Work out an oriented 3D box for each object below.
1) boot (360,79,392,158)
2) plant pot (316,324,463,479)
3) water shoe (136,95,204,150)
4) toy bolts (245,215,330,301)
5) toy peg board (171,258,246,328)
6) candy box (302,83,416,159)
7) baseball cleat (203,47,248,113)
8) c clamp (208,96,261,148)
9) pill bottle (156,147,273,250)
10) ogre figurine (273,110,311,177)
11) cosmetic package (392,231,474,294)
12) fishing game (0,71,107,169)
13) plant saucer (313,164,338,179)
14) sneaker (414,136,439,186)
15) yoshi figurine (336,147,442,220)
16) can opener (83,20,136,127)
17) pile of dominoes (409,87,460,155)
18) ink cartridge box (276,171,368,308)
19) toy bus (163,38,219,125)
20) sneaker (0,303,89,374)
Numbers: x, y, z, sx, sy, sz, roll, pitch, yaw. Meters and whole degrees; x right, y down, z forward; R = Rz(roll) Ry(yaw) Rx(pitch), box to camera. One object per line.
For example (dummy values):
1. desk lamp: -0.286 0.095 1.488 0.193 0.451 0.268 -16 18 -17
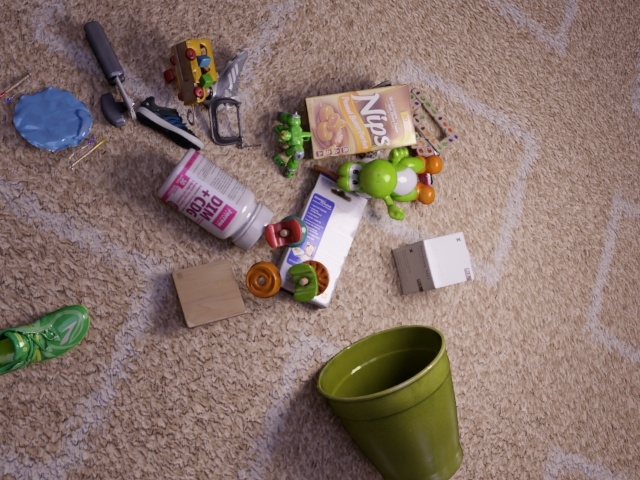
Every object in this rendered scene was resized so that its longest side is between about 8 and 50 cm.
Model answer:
1. boot: 0.172 -0.380 1.931 0.236 0.085 0.178 -40 98 -13
2. plant pot: 0.226 0.477 1.671 0.367 0.366 0.352 -29 103 -26
3. water shoe: -0.403 -0.326 1.678 0.203 0.073 0.080 30 67 -16
4. toy bolts: -0.089 0.048 1.674 0.218 0.158 0.228 -7 92 17
5. toy peg board: -0.306 0.152 1.637 0.161 0.079 0.160 -12 69 -26
6. candy box: 0.117 -0.356 1.830 0.317 0.087 0.182 -9 99 -5
7. baseball cleat: -0.259 -0.458 1.777 0.109 0.072 0.206 41 77 -18
8. c clamp: -0.252 -0.337 1.748 0.137 0.022 0.160 -13 112 -11
9. pill bottle: -0.279 -0.105 1.639 0.283 0.160 0.160 35 68 -14
10. ogre figurine: -0.086 -0.297 1.786 0.097 0.118 0.197 18 73 -20
11. cosmetic package: 0.344 0.072 1.867 0.152 0.184 0.151 -11 84 -25
12. fishing game: -0.690 -0.312 1.569 0.264 0.041 0.189 38 60 -7
13. plant saucer: 0.015 -0.204 1.833 0.084 0.083 0.013 26 85 -17
14. sneaker: 0.361 -0.262 2.006 0.075 0.063 0.170 -3 76 -18
15. yoshi figurine: 0.223 -0.178 1.816 0.362 0.203 0.203 -4 64 -37
16. can opener: -0.575 -0.440 1.622 0.095 0.076 0.283 -26 88 -18
17. pile of dominoes: 0.329 -0.397 1.997 0.196 0.040 0.251 -34 80 -30
18. ink cartridge box: 0.000 0.000 1.796 0.176 0.069 0.370 27 73 -16
19. toy bus: -0.335 -0.453 1.674 0.104 0.202 0.191 -20 61 -39
20. sneaker: -0.678 0.244 1.417 0.296 0.123 0.109 -27 91 -26
